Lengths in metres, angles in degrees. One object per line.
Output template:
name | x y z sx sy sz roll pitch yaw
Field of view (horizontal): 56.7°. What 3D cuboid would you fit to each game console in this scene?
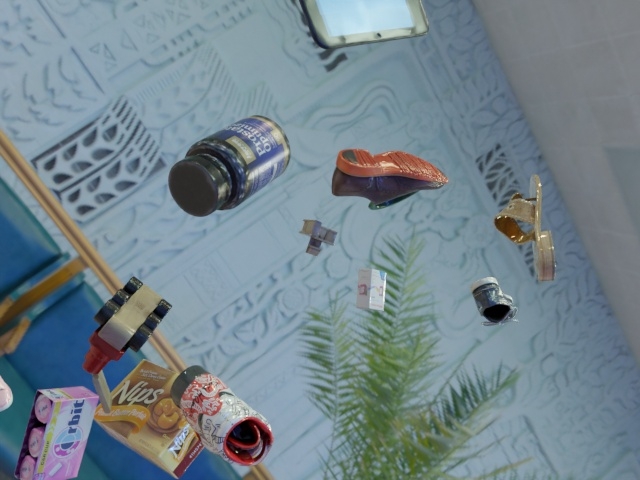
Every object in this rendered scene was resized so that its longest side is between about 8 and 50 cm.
game console | 0.094 -0.497 1.019 0.173 0.293 0.250 50 -39 23

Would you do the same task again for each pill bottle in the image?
pill bottle | -0.150 -0.124 0.991 0.123 0.122 0.219 56 36 -9

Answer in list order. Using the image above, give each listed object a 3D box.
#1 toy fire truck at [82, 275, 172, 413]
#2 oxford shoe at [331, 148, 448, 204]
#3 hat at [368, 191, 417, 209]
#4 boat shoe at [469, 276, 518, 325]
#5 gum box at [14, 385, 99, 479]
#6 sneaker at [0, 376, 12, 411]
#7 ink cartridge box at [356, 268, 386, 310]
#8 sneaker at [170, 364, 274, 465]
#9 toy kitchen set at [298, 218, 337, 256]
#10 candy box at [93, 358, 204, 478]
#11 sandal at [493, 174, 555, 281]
toy fire truck | -0.459 0.241 1.348 0.158 0.246 0.217 40 15 -9
oxford shoe | 0.145 -0.129 1.255 0.097 0.271 0.099 -115 -143 -49
hat | 0.167 -0.197 1.607 0.184 0.208 0.173 67 17 13
boat shoe | 0.439 0.169 1.480 0.254 0.095 0.079 49 25 -57
gum box | -0.536 0.400 1.205 0.062 0.189 0.107 16 1 33
sneaker | -0.630 0.260 1.113 0.134 0.051 0.070 40 -29 34
ink cartridge box | 0.156 0.152 1.818 0.052 0.123 0.088 0 -10 37
sneaker | -0.130 0.311 0.933 0.145 0.090 0.270 31 -25 36
toy kitchen set | 0.000 0.000 1.303 0.083 0.068 0.075 21 -5 -23
candy box | -0.374 0.400 1.370 0.316 0.183 0.088 6 -47 44
sandal | 0.322 -0.028 0.963 0.240 0.079 0.088 -78 160 -48
